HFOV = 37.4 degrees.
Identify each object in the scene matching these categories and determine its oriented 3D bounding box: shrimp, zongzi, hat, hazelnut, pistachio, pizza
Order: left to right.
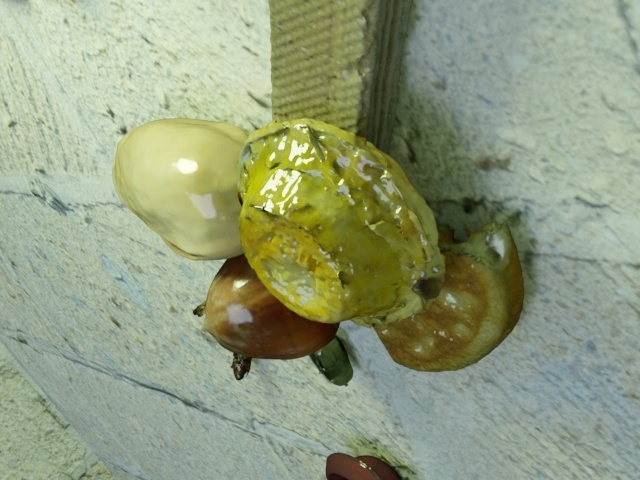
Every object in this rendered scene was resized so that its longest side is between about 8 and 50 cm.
[{"bbox_3d":[-0.165,-0.069,1.279,0.299,0.187,0.187,13,140,47],"label":"pistachio"},{"bbox_3d":[-0.187,0.186,1.813,0.148,0.035,0.195,31,143,18],"label":"shrimp"},{"bbox_3d":[-0.064,0.085,1.331,0.176,0.214,0.214,56,165,40],"label":"hazelnut"},{"bbox_3d":[0.000,0.180,1.550,0.119,0.055,0.109,30,153,48],"label":"zongzi"},{"bbox_3d":[0.099,0.460,1.759,0.205,0.089,0.205,37,151,24],"label":"hat"},{"bbox_3d":[0.158,0.077,1.154,0.258,0.087,0.268,9,137,45],"label":"pizza"}]

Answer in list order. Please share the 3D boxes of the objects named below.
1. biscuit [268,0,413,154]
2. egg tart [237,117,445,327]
[{"bbox_3d":[0.019,-0.216,0.941,0.144,0.078,0.426,33,152,18],"label":"biscuit"},{"bbox_3d":[0.000,0.000,1.046,0.294,0.116,0.295,28,144,22],"label":"egg tart"}]
